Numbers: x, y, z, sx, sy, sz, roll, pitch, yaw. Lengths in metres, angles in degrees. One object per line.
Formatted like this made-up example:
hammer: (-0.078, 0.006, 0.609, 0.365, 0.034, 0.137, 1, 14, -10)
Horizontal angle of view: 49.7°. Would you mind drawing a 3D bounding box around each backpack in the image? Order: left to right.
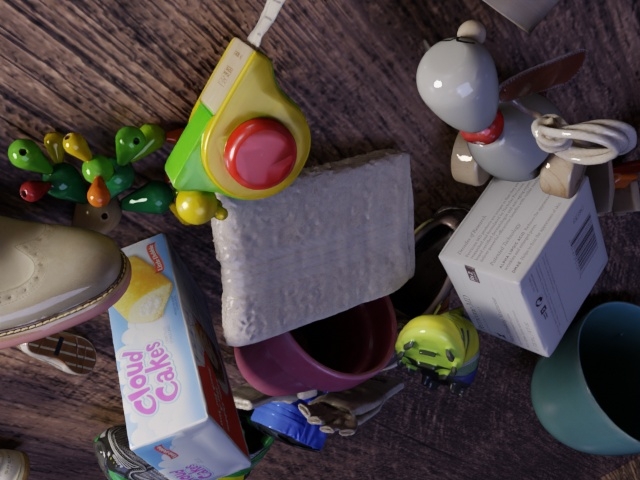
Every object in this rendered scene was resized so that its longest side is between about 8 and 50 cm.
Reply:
backpack: (-0.055, 0.299, 1.192, 0.120, 0.101, 0.098, 29, 158, -32)

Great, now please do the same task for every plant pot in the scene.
plant pot: (-0.024, 0.129, 0.970, 0.201, 0.201, 0.180, 8, 148, -34)
plant pot: (0.574, 0.302, 1.414, 0.293, 0.292, 0.235, -4, 155, -24)

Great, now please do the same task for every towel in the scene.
towel: (0.000, 0.000, 0.829, 0.282, 0.049, 0.187, -16, 111, -33)

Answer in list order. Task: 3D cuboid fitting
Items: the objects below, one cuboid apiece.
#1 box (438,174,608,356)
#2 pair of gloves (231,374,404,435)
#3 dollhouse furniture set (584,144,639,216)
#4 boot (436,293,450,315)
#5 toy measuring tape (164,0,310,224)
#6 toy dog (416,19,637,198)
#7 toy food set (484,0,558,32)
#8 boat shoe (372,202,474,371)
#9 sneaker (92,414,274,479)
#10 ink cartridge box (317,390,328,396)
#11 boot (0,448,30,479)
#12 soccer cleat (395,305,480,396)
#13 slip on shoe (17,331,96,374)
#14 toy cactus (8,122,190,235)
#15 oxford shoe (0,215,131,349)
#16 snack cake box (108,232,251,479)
box: (0.275, 0.023, 0.917, 0.182, 0.119, 0.181, -52, 134, -18)
pair of gloves: (-0.014, 0.243, 1.070, 0.240, 0.042, 0.204, 2, -175, 27)
dollhouse furniture set: (0.482, -0.108, 0.951, 0.262, 0.135, 0.259, -2, 179, -25)
boot: (0.118, 0.141, 1.152, 0.197, 0.073, 0.152, -7, 131, -19)
toy measuring tape: (-0.036, -0.150, 0.663, 0.121, 0.121, 0.330, 21, 107, -42)
toy dog: (0.212, -0.159, 0.758, 0.220, 0.160, 0.334, 15, 175, 9)
toy food set: (0.183, -0.336, 0.615, 0.306, 0.092, 0.219, 9, 131, -46)
boat shoe: (0.127, 0.082, 1.021, 0.097, 0.116, 0.324, -14, 144, -54)
sneaker: (-0.222, 0.335, 1.163, 0.344, 0.134, 0.146, 13, 123, -49)
ink cartridge box: (0.025, 0.287, 1.282, 0.097, 0.046, 0.207, -2, 137, -28)
boot: (-0.596, 0.370, 1.010, 0.262, 0.095, 0.203, -31, 142, 6)
soccer cleat: (0.170, 0.137, 0.968, 0.094, 0.121, 0.289, 11, 162, 22)
slip on shoe: (-0.354, 0.145, 0.922, 0.041, 0.051, 0.135, 6, 162, 27)
toy cactus: (-0.217, -0.047, 0.732, 0.219, 0.112, 0.180, -3, 148, -40)
oxford shoe: (-0.382, 0.012, 0.638, 0.397, 0.140, 0.146, -1, 132, -13)
snack cake box: (-0.175, 0.142, 0.827, 0.089, 0.264, 0.152, -21, 142, -3)
